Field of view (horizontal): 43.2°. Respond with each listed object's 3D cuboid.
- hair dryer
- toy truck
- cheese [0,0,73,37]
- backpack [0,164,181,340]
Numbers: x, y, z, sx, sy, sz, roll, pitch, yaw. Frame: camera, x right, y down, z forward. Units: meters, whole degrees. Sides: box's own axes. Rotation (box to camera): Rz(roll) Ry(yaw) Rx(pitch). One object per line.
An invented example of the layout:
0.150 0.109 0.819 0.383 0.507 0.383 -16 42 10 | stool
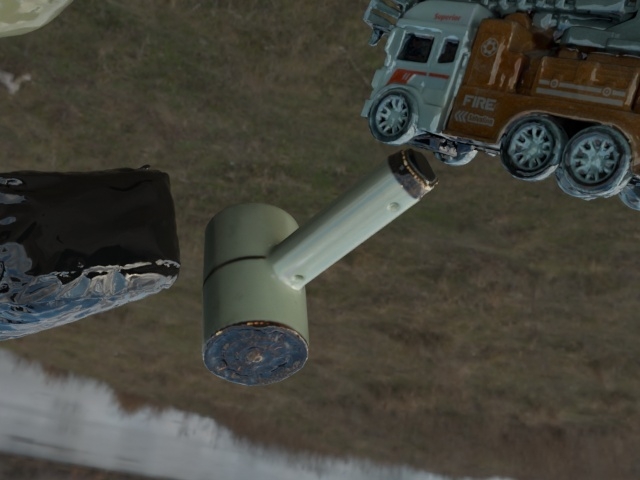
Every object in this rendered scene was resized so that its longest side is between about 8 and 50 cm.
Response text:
0.000 0.000 0.936 0.128 0.203 0.362 31 125 -33 | hair dryer
0.181 -0.147 0.723 0.338 0.184 0.133 21 -173 40 | toy truck
-0.343 -0.230 0.593 0.351 0.129 0.328 -28 164 4 | cheese
-0.433 0.018 1.191 0.446 0.254 0.363 -21 172 36 | backpack
